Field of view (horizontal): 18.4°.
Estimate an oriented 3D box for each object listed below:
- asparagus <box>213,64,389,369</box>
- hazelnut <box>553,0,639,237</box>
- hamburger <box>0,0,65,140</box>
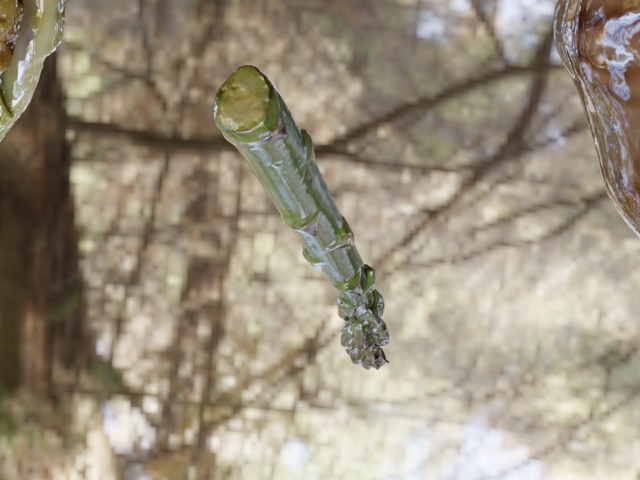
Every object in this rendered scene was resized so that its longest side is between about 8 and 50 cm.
[{"bbox_3d":[0.000,0.000,0.690,0.025,0.248,0.024,-23,-113,2],"label":"asparagus"},{"bbox_3d":[0.203,-0.081,0.756,0.186,0.210,0.210,-30,-141,-35],"label":"hazelnut"},{"bbox_3d":[-0.248,-0.155,1.017,0.144,0.259,0.283,11,-138,-53],"label":"hamburger"}]
